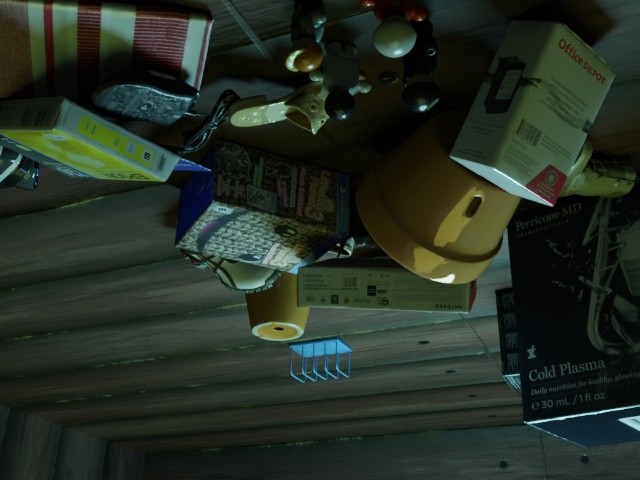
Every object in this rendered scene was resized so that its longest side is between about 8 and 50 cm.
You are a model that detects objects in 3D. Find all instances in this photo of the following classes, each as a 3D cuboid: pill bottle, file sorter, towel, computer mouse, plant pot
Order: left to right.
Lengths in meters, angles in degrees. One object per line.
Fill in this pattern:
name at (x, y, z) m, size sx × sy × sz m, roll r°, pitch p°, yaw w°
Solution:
towel at (-0.350, -0.298, 1.302) m, size 0.329 × 0.037 × 0.237 m, roll 2°, pitch 153°, yaw -16°
computer mouse at (-0.280, -0.219, 1.376) m, size 0.262 × 0.060 × 0.184 m, roll 0°, pitch 151°, yaw -40°
plant pot at (-0.104, 0.140, 2.032) m, size 0.205 × 0.188 × 0.205 m, roll 1°, pitch 154°, yaw 0°
file sorter at (0.001, 0.386, 2.624) m, size 0.170 × 0.104 × 0.118 m, roll -11°, pitch 152°, yaw 22°
pill bottle at (0.134, -0.019, 1.840) m, size 0.116 × 0.065 × 0.065 m, roll -10°, pitch 152°, yaw 19°
plant pot at (0.237, -0.097, 1.478) m, size 0.291 × 0.291 × 0.203 m, roll 13°, pitch 134°, yaw -24°

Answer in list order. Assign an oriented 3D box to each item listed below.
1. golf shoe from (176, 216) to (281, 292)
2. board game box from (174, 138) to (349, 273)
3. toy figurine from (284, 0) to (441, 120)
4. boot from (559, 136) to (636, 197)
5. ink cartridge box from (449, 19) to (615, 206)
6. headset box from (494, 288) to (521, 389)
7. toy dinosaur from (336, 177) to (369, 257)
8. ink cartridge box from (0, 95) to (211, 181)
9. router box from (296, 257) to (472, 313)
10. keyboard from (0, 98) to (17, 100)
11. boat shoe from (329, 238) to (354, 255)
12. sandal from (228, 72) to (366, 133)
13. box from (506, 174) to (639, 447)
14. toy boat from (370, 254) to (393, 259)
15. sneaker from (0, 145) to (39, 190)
golf shoe at (-0.215, 0.029, 1.816) m, size 0.273 × 0.105 × 0.120 m, roll 21°, pitch 150°, yaw 26°
board game box at (-0.121, -0.060, 1.679) m, size 0.291 × 0.141 × 0.232 m, roll 13°, pitch 151°, yaw -23°
toy figurine at (0.067, -0.280, 1.220) m, size 0.210 × 0.148 × 0.213 m, roll -9°, pitch 153°, yaw 18°
boot at (0.528, -0.139, 1.574) m, size 0.165 × 0.077 × 0.213 m, roll 3°, pitch 159°, yaw -2°
ink cartridge box at (0.332, -0.198, 1.274) m, size 0.172 × 0.237 × 0.100 m, roll 24°, pitch -179°, yaw -38°
headset box at (0.622, 0.245, 2.160) m, size 0.283 × 0.246 × 0.131 m, roll -12°, pitch 151°, yaw 21°
toy dinosaur at (0.141, -0.060, 1.739) m, size 0.314 × 0.121 × 0.160 m, roll -10°, pitch 164°, yaw 11°
ink cartridge box at (-0.403, -0.155, 1.423) m, size 0.304 × 0.072 × 0.307 m, roll 5°, pitch 163°, yaw 43°
router box at (0.151, 0.087, 1.692) m, size 0.335 × 0.082 × 0.301 m, roll 1°, pitch -178°, yaw 14°
keyboard at (-0.531, -0.257, 1.429) m, size 0.180 × 0.023 × 0.108 m, roll -10°, pitch 145°, yaw 22°
boat shoe at (0.000, 0.000, 1.889) m, size 0.170 × 0.059 × 0.063 m, roll 9°, pitch 153°, yaw -17°
sandal at (-0.031, -0.211, 1.384) m, size 0.240 × 0.079 × 0.088 m, roll -13°, pitch 158°, yaw -1°
box at (0.676, 0.142, 1.691) m, size 0.480 × 0.471 × 0.297 m, roll -21°, pitch 145°, yaw 37°
toy boat at (0.228, 0.097, 1.979) m, size 0.267 × 0.148 × 0.318 m, roll 8°, pitch 153°, yaw -14°
sneaker at (-0.637, -0.119, 1.644) m, size 0.121 × 0.079 × 0.217 m, roll 22°, pitch 146°, yaw -33°
